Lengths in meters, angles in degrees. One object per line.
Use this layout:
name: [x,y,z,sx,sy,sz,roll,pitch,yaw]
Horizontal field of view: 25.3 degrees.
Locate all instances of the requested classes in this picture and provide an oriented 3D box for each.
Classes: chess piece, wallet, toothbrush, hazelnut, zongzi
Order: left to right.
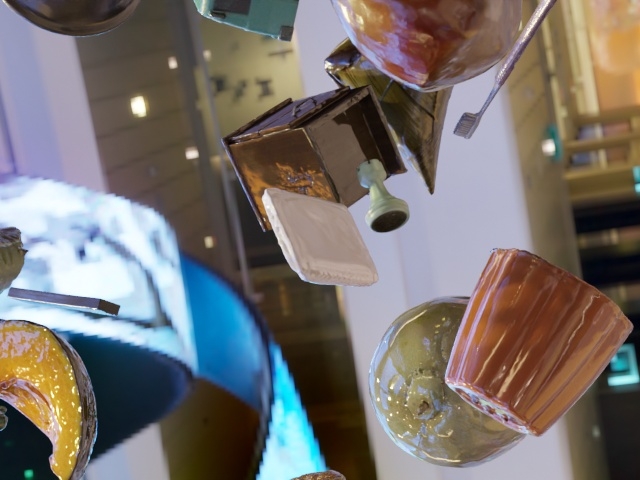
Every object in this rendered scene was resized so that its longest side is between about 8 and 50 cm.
wallet: [0.000,0.000,1.724,0.183,0.032,0.124,8,-126,-56]
chess piece: [0.088,-0.069,2.118,0.067,0.067,0.103,55,-166,-59]
hazelnut: [0.108,-0.249,1.486,0.210,0.210,0.186,-74,-37,-57]
zongzi: [0.194,-0.257,2.324,0.300,0.286,0.138,60,-150,3]
toothbrush: [0.279,-0.266,2.156,0.354,0.029,0.024,119,156,-51]

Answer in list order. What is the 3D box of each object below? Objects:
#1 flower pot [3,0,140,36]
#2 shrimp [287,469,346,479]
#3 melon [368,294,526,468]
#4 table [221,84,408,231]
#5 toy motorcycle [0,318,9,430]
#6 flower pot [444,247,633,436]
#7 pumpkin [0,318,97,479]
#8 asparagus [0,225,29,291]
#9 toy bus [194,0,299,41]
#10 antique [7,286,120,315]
flower pot: [-0.322,-0.410,1.916,0.235,0.148,0.235,11,-114,-26]
shrimp: [-0.074,0.439,2.213,0.061,0.267,0.145,69,166,-17]
melon: [0.206,0.220,2.201,0.330,0.268,0.269,-26,-73,-71]
table: [-0.009,-0.136,2.237,0.169,0.193,0.172,-36,-71,-38]
toy motorcycle: [-0.541,0.216,2.197,0.187,0.124,0.275,123,154,-49]
flower pot: [0.243,0.126,1.668,0.173,0.190,0.190,-58,-28,-12]
pumpkin: [-0.322,0.156,1.694,0.130,0.254,0.149,0,-57,-60]
asparagus: [-0.501,0.040,2.046,0.382,0.128,0.108,-25,-77,-73]
toy bus: [-0.070,-0.375,1.665,0.128,0.147,0.256,-108,29,-57]
antique: [-0.295,0.069,1.631,0.031,0.192,0.015,22,-102,-42]
